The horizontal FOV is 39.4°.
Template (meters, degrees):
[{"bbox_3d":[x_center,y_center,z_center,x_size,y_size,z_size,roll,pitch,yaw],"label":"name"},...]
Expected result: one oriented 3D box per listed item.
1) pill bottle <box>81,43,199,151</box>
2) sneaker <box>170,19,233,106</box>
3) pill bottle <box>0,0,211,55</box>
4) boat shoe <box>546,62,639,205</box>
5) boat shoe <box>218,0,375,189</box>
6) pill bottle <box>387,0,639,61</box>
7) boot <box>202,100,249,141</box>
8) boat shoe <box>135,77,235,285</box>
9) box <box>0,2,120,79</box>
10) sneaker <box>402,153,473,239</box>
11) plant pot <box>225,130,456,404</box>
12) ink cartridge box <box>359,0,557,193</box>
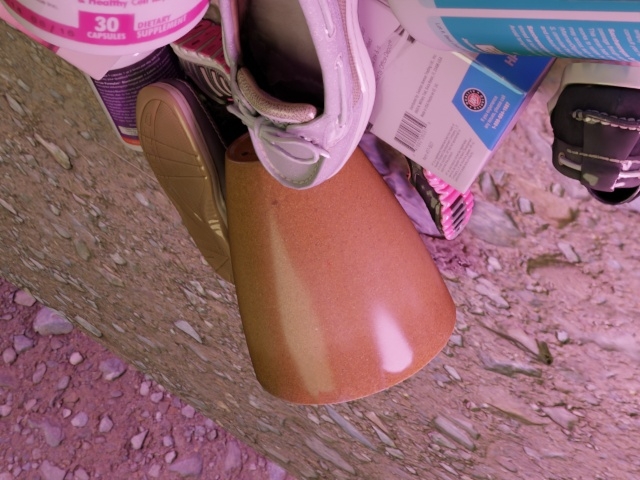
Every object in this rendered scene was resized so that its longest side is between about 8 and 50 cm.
[{"bbox_3d":[-0.206,-0.198,0.975,0.108,0.108,0.193,23,152,28],"label":"pill bottle"},{"bbox_3d":[-0.084,-0.169,0.923,0.170,0.063,0.075,29,154,28],"label":"sneaker"},{"bbox_3d":[-0.126,-0.258,0.524,0.160,0.160,0.283,34,149,7],"label":"pill bottle"},{"bbox_3d":[0.194,-0.063,0.610,0.084,0.079,0.233,5,-179,18],"label":"boat shoe"},{"bbox_3d":[-0.027,-0.140,0.645,0.118,0.103,0.320,31,150,14],"label":"boat shoe"},{"bbox_3d":[0.170,-0.171,0.488,0.264,0.146,0.146,15,146,40],"label":"pill bottle"},{"bbox_3d":[-0.122,-0.111,1.087,0.099,0.045,0.121,18,143,32],"label":"boot"},{"bbox_3d":[-0.118,-0.070,1.010,0.103,0.092,0.285,16,141,39],"label":"boat shoe"},{"bbox_3d":[-0.245,-0.269,0.741,0.232,0.127,0.148,33,-156,-40],"label":"box"},{"bbox_3d":[0.113,-0.054,0.888,0.057,0.047,0.119,22,144,44],"label":"sneaker"},{"bbox_3d":[0.000,0.000,0.950,0.237,0.237,0.254,9,128,45],"label":"plant pot"},{"bbox_3d":[0.072,-0.153,0.714,0.203,0.086,0.148,36,153,7],"label":"ink cartridge box"}]
